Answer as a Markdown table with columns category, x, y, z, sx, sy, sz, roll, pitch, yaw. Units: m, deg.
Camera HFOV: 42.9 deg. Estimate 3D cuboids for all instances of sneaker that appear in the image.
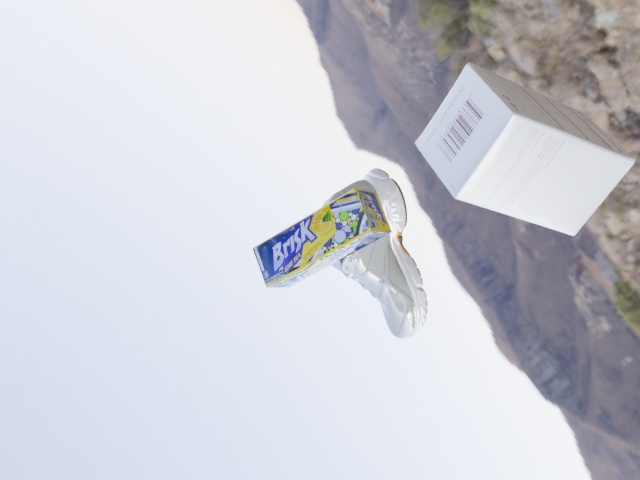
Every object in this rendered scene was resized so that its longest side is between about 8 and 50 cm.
| category | x | y | z | sx | sy | sz | roll | pitch | yaw |
| --- | --- | --- | --- | --- | --- | --- | --- | --- | --- |
| sneaker | 0.067 | 0.034 | 1.159 | 0.099 | 0.121 | 0.262 | 33 | 143 | 62 |

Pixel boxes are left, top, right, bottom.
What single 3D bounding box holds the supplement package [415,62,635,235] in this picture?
| category | x | y | z | sx | sy | sz | roll | pitch | yaw |
| --- | --- | --- | --- | --- | --- | --- | --- | --- | --- |
| supplement package | 0.210 | -0.091 | 0.842 | 0.179 | 0.105 | 0.105 | 14 | -149 | -32 |

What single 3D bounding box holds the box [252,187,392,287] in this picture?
| category | x | y | z | sx | sy | sz | roll | pitch | yaw |
| --- | --- | --- | --- | --- | --- | --- | --- | --- | --- |
| box | 0.000 | 0.000 | 1.010 | 0.054 | 0.169 | 0.059 | 5 | -120 | -57 |
